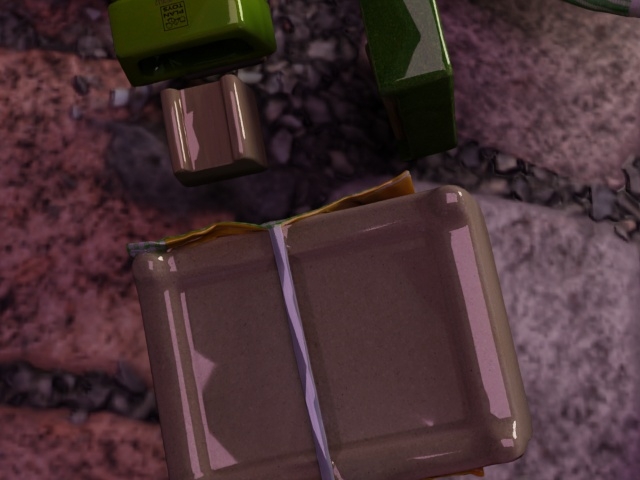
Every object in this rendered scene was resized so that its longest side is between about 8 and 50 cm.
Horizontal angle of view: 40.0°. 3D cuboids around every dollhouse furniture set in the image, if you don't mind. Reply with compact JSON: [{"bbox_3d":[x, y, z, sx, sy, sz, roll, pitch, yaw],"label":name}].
[{"bbox_3d":[0.000,0.000,0.540,0.197,0.151,0.302,-12,81,6],"label":"dollhouse furniture set"}]

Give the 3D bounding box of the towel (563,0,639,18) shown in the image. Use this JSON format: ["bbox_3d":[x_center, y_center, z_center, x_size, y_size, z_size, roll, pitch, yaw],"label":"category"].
[{"bbox_3d":[0.163,-0.296,0.638,0.324,0.038,0.248,27,77,19],"label":"towel"}]
